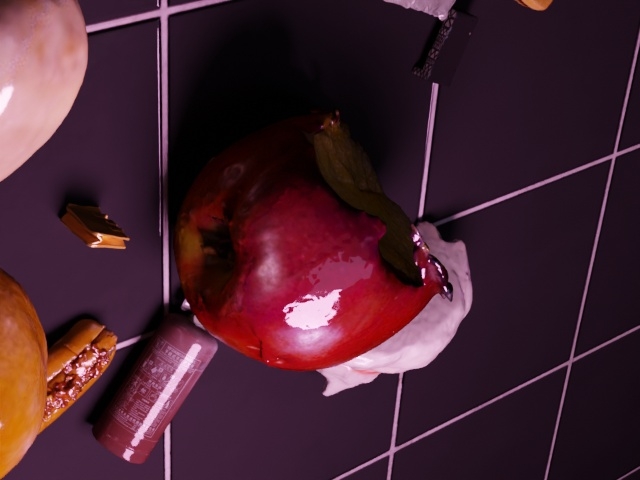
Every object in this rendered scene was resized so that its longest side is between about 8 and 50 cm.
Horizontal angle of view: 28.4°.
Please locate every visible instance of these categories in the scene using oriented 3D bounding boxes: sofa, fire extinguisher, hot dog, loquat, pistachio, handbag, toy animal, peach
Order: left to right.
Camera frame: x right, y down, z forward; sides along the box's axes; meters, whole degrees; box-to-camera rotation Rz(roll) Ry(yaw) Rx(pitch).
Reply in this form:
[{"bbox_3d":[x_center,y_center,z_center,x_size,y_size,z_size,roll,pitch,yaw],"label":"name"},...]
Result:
[{"bbox_3d":[-0.470,0.157,1.427,0.328,0.328,0.328,-24,132,-30],"label":"loquat"},{"bbox_3d":[-0.389,-0.176,1.331,0.321,0.229,0.238,-42,111,11],"label":"pistachio"},{"bbox_3d":[-0.377,0.210,1.730,0.249,0.076,0.102,-39,141,-17],"label":"hot dog"},{"bbox_3d":[-0.293,-0.016,1.641,0.061,0.083,0.027,8,113,-49],"label":"handbag"},{"bbox_3d":[-0.220,0.194,1.848,0.105,0.105,0.269,29,95,-50],"label":"fire extinguisher"},{"bbox_3d":[0.000,0.000,1.754,0.416,0.339,0.353,-11,157,-40],"label":"peach"},{"bbox_3d":[0.110,0.122,2.083,0.188,0.266,0.308,97,4,-49],"label":"toy animal"},{"bbox_3d":[0.191,-0.298,1.933,0.060,0.039,0.118,5,113,-47],"label":"sofa"}]

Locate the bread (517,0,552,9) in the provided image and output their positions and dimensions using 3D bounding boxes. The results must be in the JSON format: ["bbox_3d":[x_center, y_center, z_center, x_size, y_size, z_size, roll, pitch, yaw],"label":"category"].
[{"bbox_3d":[0.348,-0.458,1.939,0.116,0.077,0.200,17,104,-47],"label":"bread"}]

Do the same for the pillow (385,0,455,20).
[{"bbox_3d":[0.130,-0.396,1.797,0.229,0.051,0.128,8,109,-44],"label":"pillow"}]
